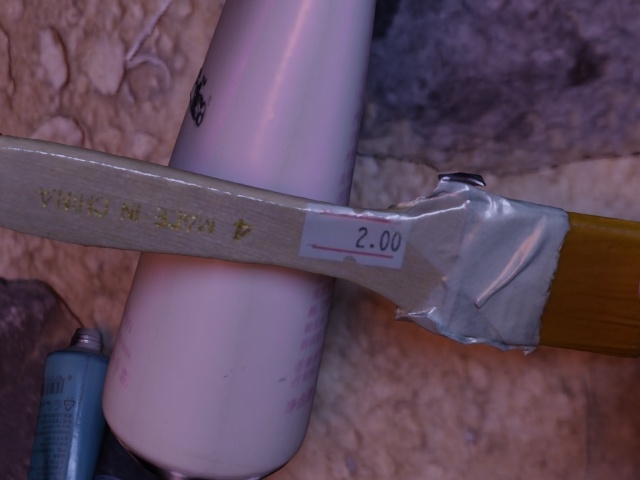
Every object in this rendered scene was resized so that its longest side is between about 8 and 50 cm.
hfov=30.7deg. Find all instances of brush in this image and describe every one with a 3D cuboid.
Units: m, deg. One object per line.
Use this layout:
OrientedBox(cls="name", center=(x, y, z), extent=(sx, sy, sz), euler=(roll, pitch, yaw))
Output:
OrientedBox(cls="brush", center=(0.000, 0.000, 0.539), extent=(0.336, 0.020, 0.085), euler=(9, 114, -8))

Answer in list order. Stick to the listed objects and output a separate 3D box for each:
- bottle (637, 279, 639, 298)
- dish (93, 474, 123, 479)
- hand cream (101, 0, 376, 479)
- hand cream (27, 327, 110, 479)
OrientedBox(cls="bottle", center=(0.199, 0.018, 0.409), extent=(0.147, 0.236, 0.148), euler=(6, 100, 33))
OrientedBox(cls="dish", center=(-0.124, 0.297, 0.721), extent=(0.273, 0.134, 0.273), euler=(-39, 36, 37))
OrientedBox(cls="hand cream", center=(-0.031, -0.046, 0.610), extent=(0.118, 0.185, 0.359), euler=(10, 109, -10))
OrientedBox(cls="hand cream", center=(-0.168, 0.164, 0.734), extent=(0.083, 0.048, 0.224), euler=(-15, 60, 53))
